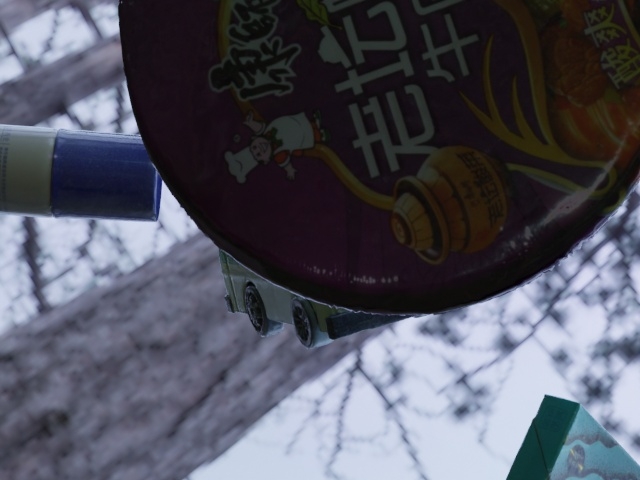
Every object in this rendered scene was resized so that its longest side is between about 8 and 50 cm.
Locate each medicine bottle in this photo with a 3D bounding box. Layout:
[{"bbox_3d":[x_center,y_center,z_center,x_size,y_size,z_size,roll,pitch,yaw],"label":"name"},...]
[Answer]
[{"bbox_3d":[-0.217,-0.046,1.130,0.231,0.059,0.059,4,-53,-1],"label":"medicine bottle"}]

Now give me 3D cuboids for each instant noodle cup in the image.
[{"bbox_3d":[0.060,-0.096,0.815,0.251,0.190,0.251,1,-88,20],"label":"instant noodle cup"}]

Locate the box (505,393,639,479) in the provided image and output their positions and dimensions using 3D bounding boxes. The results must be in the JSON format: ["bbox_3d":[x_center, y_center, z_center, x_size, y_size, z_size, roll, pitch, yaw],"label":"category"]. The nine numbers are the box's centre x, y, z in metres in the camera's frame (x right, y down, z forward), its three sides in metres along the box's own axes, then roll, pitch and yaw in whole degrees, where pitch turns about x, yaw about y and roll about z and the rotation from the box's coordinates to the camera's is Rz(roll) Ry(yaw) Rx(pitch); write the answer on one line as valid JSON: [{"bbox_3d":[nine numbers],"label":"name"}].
[{"bbox_3d":[0.172,0.251,1.346,0.042,0.226,0.161,12,-23,40],"label":"box"}]

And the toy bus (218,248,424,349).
[{"bbox_3d":[0.000,0.000,1.639,0.276,0.134,0.164,8,-69,66],"label":"toy bus"}]
